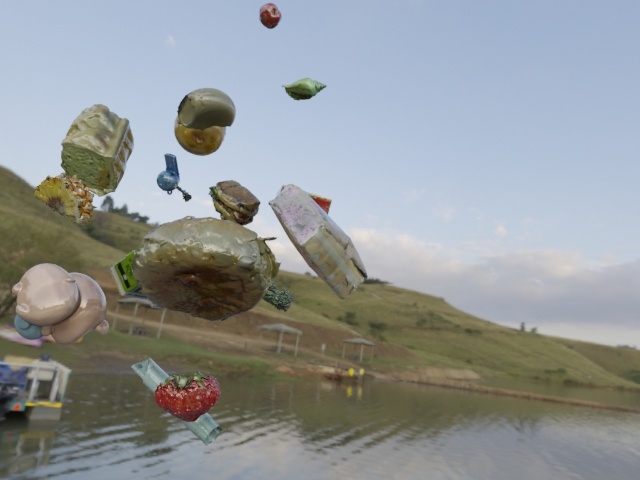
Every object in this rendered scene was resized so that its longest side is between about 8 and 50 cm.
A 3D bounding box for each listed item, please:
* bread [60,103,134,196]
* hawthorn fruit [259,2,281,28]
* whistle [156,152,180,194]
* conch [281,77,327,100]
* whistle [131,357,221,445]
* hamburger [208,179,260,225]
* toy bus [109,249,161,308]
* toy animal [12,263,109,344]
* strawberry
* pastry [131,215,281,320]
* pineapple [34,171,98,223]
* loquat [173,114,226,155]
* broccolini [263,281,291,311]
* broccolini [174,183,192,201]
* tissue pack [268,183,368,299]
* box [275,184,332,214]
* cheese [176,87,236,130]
[{"bbox_3d":[-0.781,-0.323,1.650,0.196,0.252,0.238,6,-47,-2],"label":"bread"},{"bbox_3d":[-0.181,-0.829,1.731,0.093,0.093,0.093,7,-13,2],"label":"hawthorn fruit"},{"bbox_3d":[-0.587,-0.246,1.797,0.090,0.090,0.157,6,-57,8],"label":"whistle"},{"bbox_3d":[-0.070,-0.680,2.113,0.201,0.079,0.095,-5,-57,29],"label":"conch"},{"bbox_3d":[-0.391,0.422,1.259,0.312,0.062,0.062,32,-3,24],"label":"whistle"},{"bbox_3d":[-0.332,-0.159,1.873,0.130,0.206,0.183,-40,-8,28],"label":"hamburger"},{"bbox_3d":[-0.469,0.116,1.346,0.139,0.113,0.302,-32,-18,4],"label":"toy bus"},{"bbox_3d":[-0.719,0.165,1.304,0.230,0.210,0.221,-15,-30,-38],"label":"toy animal"},{"bbox_3d":[-0.307,0.375,1.089,0.147,0.082,0.187,-3,-41,-3],"label":"strawberry"},{"bbox_3d":[-0.266,0.064,1.069,0.330,0.136,0.329,0,-38,0],"label":"pastry"},{"bbox_3d":[-0.816,-0.158,1.517,0.233,0.135,0.079,26,20,17],"label":"pineapple"},{"bbox_3d":[-0.481,-0.436,1.881,0.213,0.213,0.213,7,-13,2],"label":"loquat"},{"bbox_3d":[-0.224,0.114,1.488,0.079,0.074,0.392,3,-30,42],"label":"broccolini"},{"bbox_3d":[-0.500,-0.171,1.692,0.030,0.035,0.140,41,-5,9],"label":"broccolini"},{"bbox_3d":[0.000,0.000,1.186,0.215,0.123,0.256,51,-2,47],"label":"tissue pack"},{"bbox_3d":[-0.081,-0.140,1.874,0.197,0.089,0.313,17,-2,-8],"label":"box"},{"bbox_3d":[-0.389,-0.459,1.670,0.202,0.091,0.175,-2,-27,-45],"label":"cheese"}]
